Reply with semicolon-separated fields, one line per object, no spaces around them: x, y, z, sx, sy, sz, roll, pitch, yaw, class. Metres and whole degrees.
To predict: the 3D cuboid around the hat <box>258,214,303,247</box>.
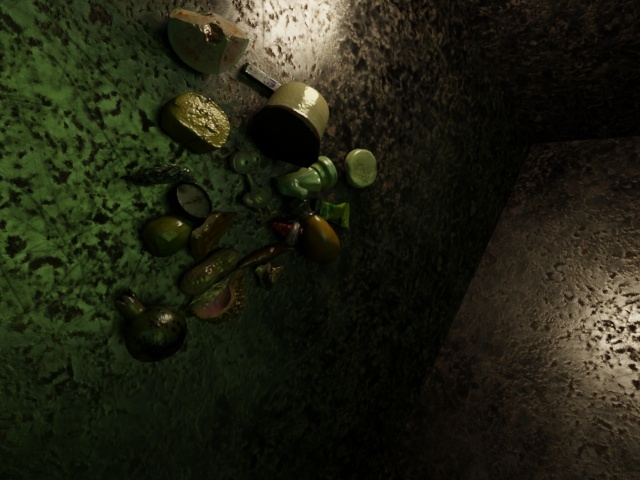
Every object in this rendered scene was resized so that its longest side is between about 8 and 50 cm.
-0.197;-0.055;2.027;0.227;0.140;0.129;23;70;-9;hat

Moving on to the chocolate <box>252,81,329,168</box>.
-0.108;-0.552;1.911;0.326;0.314;0.297;90;22;-52;chocolate

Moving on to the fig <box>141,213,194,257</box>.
-0.603;-0.024;1.687;0.233;0.167;0.167;-21;109;-20;fig

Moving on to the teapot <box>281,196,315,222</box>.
-0.110;-0.147;2.069;0.165;0.130;0.119;-35;95;7;teapot

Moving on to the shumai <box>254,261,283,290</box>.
-0.260;0.161;2.006;0.116;0.145;0.145;39;72;-14;shumai

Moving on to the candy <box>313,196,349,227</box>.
0.059;-0.144;2.231;0.246;0.069;0.149;5;88;-33;candy

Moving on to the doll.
-0.315;-0.277;1.915;0.160;0.094;0.365;-29;113;-34;doll

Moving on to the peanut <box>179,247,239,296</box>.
-0.480;0.134;1.820;0.298;0.136;0.120;-41;118;-27;peanut

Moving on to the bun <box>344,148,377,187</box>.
0.217;-0.400;2.292;0.221;0.108;0.221;-6;103;-28;bun

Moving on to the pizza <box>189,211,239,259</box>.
-0.461;-0.053;1.811;0.297;0.071;0.189;-47;160;-31;pizza

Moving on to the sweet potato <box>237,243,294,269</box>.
-0.268;0.070;2.010;0.314;0.066;0.072;-22;145;-33;sweet potato

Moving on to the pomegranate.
-0.677;0.333;1.670;0.242;0.242;0.306;-20;76;-34;pomegranate

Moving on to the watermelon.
-0.477;-0.822;1.703;0.321;0.188;0.175;11;45;-31;watermelon

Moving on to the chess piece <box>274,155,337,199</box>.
-0.074;-0.293;2.047;0.298;0.175;0.176;-29;113;-28;chess piece

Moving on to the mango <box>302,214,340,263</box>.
0.000;0.000;2.081;0.173;0.211;0.317;-33;149;-13;mango

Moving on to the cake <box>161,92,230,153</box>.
-0.512;-0.487;1.700;0.260;0.156;0.179;36;59;-40;cake

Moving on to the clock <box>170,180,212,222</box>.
-0.535;-0.164;1.734;0.184;0.040;0.184;35;39;-34;clock

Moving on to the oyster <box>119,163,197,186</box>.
-0.648;-0.261;1.647;0.252;0.199;0.087;-8;87;-67;oyster

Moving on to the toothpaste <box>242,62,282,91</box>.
-0.268;-0.748;1.918;0.196;0.040;0.047;23;87;-37;toothpaste

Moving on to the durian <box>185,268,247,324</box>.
-0.432;0.298;1.909;0.305;0.185;0.196;-44;143;-32;durian
